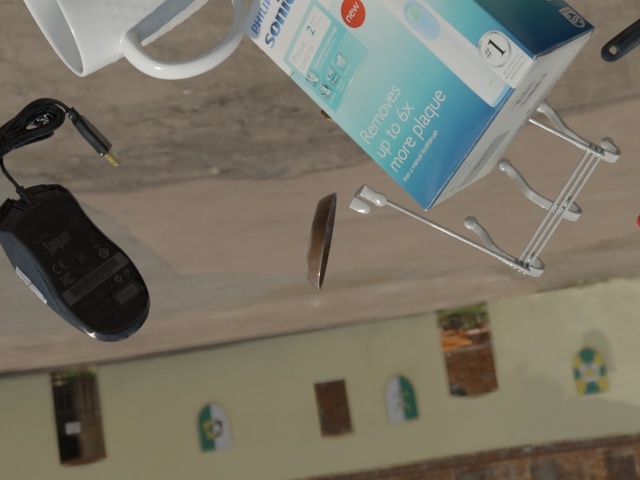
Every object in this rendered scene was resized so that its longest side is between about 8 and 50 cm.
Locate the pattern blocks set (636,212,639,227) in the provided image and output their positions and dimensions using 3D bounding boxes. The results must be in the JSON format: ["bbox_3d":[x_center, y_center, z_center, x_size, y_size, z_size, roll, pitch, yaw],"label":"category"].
[{"bbox_3d":[0.503,0.008,1.030,0.285,0.325,0.026,-42,162,-36],"label":"pattern blocks set"}]

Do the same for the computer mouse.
[{"bbox_3d":[-0.262,-0.022,1.080,0.184,0.262,0.060,-48,-172,-38],"label":"computer mouse"}]

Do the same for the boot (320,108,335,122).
[{"bbox_3d":[0.052,-0.210,1.234,0.059,0.158,0.085,10,175,44],"label":"boot"}]

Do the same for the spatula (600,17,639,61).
[{"bbox_3d":[0.509,-0.337,1.393,0.296,0.084,0.030,-37,-175,29],"label":"spatula"}]

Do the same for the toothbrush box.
[{"bbox_3d":[0.088,-0.216,1.043,0.126,0.295,0.216,-28,159,-44],"label":"toothbrush box"}]

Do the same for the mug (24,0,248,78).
[{"bbox_3d":[-0.267,-0.412,1.578,0.328,0.374,0.276,-32,167,-16],"label":"mug"}]

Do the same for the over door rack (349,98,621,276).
[{"bbox_3d":[0.238,-0.108,1.504,0.324,0.239,0.108,21,-152,-11],"label":"over door rack"}]

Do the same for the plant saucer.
[{"bbox_3d":[0.000,0.000,1.717,0.029,0.168,0.168,9,172,5],"label":"plant saucer"}]
